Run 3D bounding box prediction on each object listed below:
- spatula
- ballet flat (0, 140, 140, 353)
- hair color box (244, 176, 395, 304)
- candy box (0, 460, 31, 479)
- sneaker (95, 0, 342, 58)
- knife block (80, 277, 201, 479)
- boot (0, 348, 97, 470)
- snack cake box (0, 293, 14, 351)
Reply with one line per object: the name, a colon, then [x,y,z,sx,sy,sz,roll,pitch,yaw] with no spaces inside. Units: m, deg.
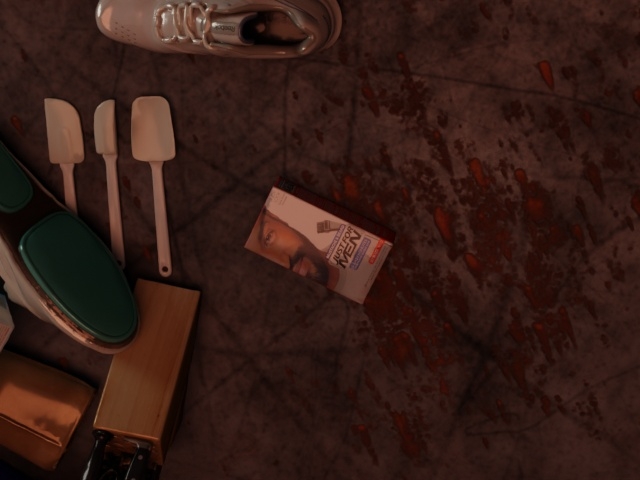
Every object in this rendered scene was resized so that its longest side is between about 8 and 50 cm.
spatula: [-0.263,-0.065,1.747,0.168,0.019,0.242,-1,106,6]
ballet flat: [-0.385,-0.005,1.726,0.139,0.139,0.400,-41,91,16]
hair color box: [0.000,0.000,1.719,0.167,0.053,0.093,26,108,0]
candy box: [-0.383,0.443,1.751,0.268,0.317,0.122,32,103,-3]
sneaker: [-0.126,-0.267,1.614,0.297,0.129,0.111,1,109,7]
knife block: [-0.230,0.213,1.708,0.088,0.242,0.276,12,107,2]
boot: [-0.469,0.239,1.825,0.269,0.089,0.236,28,108,-4]
snack cake box: [-0.511,0.171,1.698,0.152,0.089,0.264,23,106,-30]
